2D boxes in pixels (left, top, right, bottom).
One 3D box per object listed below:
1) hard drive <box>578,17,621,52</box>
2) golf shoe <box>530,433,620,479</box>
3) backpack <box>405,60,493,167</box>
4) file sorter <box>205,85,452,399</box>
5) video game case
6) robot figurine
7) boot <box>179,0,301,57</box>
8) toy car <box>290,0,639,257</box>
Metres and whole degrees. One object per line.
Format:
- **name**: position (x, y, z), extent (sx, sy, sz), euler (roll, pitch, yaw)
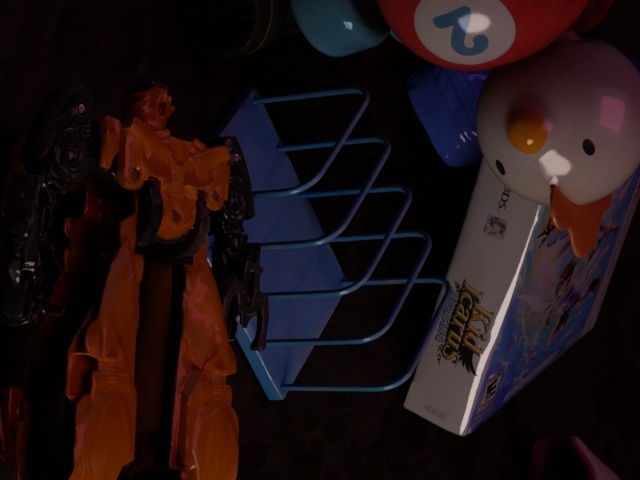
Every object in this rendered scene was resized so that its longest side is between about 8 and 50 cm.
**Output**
- **hard drive**: position (0.280, -0.142, 1.578), extent (0.135, 0.022, 0.094), euler (55, 43, -40)
- **golf shoe**: position (0.181, 0.283, 1.315), extent (0.140, 0.115, 0.306), euler (59, 33, -20)
- **backpack**: position (0.127, -0.117, 1.253), extent (0.120, 0.101, 0.098), euler (-23, 81, -54)
- **file sorter**: position (0.000, 0.000, 1.036), extent (0.170, 0.104, 0.118), euler (64, 38, -31)
- **video game case**: position (0.180, -0.004, 1.270), extent (0.269, 0.061, 0.244), euler (-29, 138, -56)
- **robot figurine**: position (-0.112, 0.059, 0.868), extent (0.211, 0.085, 0.291), euler (16, 74, -57)
- **boot**: position (-0.038, -0.222, 1.039), extent (0.137, 0.077, 0.197), euler (-22, 119, -62)
- **toy car**: position (0.136, -0.102, 1.019), extent (0.210, 0.219, 0.238), euler (-19, 94, -59)
